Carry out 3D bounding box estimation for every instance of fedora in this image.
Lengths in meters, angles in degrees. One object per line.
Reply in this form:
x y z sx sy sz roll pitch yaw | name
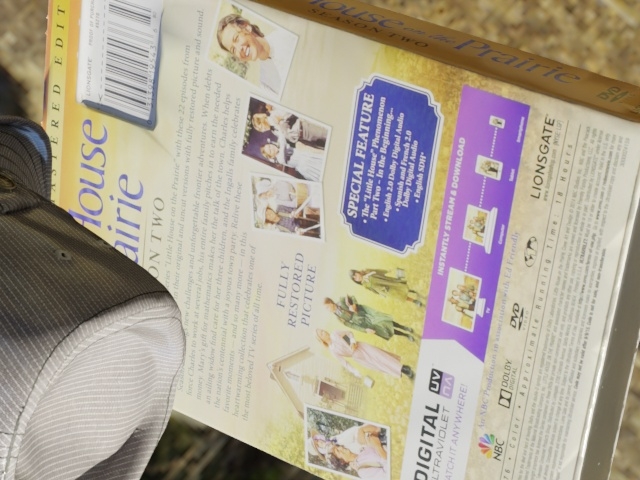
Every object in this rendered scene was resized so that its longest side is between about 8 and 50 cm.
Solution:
-0.145 0.068 0.849 0.124 0.244 0.275 18 -177 12 | fedora

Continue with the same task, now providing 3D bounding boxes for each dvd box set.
0.000 0.000 1.079 0.420 0.062 0.308 20 118 27 | dvd box set
